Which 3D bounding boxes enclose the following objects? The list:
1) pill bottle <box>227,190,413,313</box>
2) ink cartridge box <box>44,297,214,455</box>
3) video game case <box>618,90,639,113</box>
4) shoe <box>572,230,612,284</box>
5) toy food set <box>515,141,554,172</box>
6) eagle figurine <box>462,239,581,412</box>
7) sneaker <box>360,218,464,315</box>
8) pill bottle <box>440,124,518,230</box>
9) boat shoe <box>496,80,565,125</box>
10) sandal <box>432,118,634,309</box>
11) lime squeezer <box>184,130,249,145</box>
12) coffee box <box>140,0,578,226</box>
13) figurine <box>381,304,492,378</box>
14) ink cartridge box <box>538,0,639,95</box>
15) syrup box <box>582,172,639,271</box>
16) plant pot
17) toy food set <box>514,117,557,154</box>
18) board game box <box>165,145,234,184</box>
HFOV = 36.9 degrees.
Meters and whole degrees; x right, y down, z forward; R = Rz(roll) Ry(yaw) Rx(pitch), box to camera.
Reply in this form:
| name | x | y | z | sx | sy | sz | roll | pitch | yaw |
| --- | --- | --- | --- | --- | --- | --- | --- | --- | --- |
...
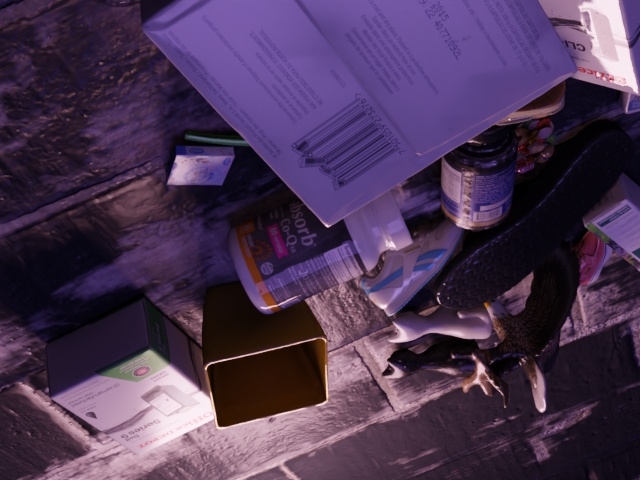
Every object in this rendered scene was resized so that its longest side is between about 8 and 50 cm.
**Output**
| name | x | y | z | sx | sy | sz | roll | pitch | yaw |
| --- | --- | --- | --- | --- | --- | --- | --- | --- | --- |
| pill bottle | 0.000 | 0.000 | 1.585 | 0.279 | 0.162 | 0.162 | -24 | 140 | 4 |
| ink cartridge box | -0.331 | 0.258 | 1.768 | 0.211 | 0.121 | 0.289 | -27 | 140 | 9 |
| video game case | 0.658 | -0.359 | 1.544 | 0.329 | 0.036 | 0.300 | -14 | 139 | -6 |
| shoe | 0.519 | 0.035 | 1.906 | 0.081 | 0.063 | 0.178 | -16 | 145 | -13 |
| toy food set | 0.360 | -0.139 | 1.637 | 0.078 | 0.019 | 0.122 | -33 | 166 | 28 |
| eagle figurine | 0.399 | 0.159 | 1.830 | 0.298 | 0.226 | 0.225 | -38 | 108 | -18 |
| sneaker | 0.171 | 0.028 | 1.738 | 0.228 | 0.092 | 0.087 | -47 | 179 | 5 |
| pill bottle | 0.260 | -0.128 | 1.575 | 0.123 | 0.122 | 0.219 | -14 | 140 | -7 |
| boat shoe | 0.222 | -0.208 | 1.443 | 0.285 | 0.104 | 0.089 | 3 | 167 | 17 |
| sandal | 0.374 | -0.046 | 1.746 | 0.446 | 0.107 | 0.167 | -45 | 134 | 9 |
| lime squeezer | -0.044 | -0.178 | 1.449 | 0.310 | 0.058 | 0.110 | -23 | 140 | 5 |
| coffee box | 0.026 | -0.293 | 1.105 | 0.338 | 0.334 | 0.337 | -32 | 129 | 13 |
| figurine | 0.234 | 0.208 | 1.975 | 0.210 | 0.092 | 0.214 | -7 | 138 | -8 |
| ink cartridge box | 0.356 | -0.342 | 1.301 | 0.114 | 0.197 | 0.273 | -54 | 141 | -14 |
| syrup box | 0.592 | -0.028 | 1.803 | 0.237 | 0.096 | 0.093 | 33 | 127 | -30 |
| plant pot | -0.113 | 0.184 | 1.724 | 0.212 | 0.187 | 0.212 | -13 | 139 | -9 |
| toy food set | 0.362 | -0.179 | 1.638 | 0.083 | 0.020 | 0.083 | -35 | 137 | 18 |
| board game box | -0.186 | -0.114 | 1.472 | 0.090 | 0.020 | 0.090 | 0 | 153 | -20 |
